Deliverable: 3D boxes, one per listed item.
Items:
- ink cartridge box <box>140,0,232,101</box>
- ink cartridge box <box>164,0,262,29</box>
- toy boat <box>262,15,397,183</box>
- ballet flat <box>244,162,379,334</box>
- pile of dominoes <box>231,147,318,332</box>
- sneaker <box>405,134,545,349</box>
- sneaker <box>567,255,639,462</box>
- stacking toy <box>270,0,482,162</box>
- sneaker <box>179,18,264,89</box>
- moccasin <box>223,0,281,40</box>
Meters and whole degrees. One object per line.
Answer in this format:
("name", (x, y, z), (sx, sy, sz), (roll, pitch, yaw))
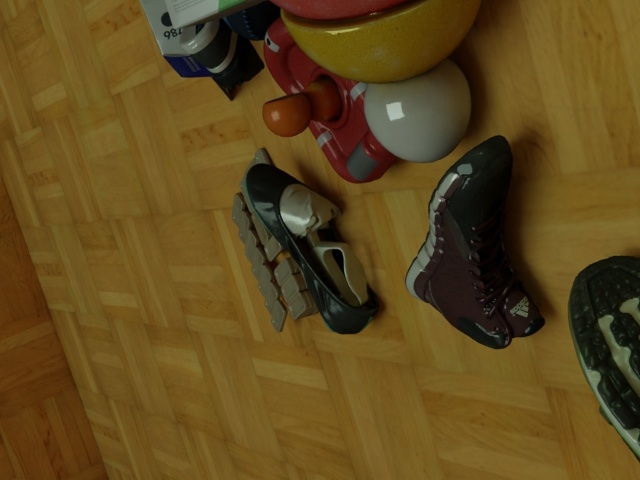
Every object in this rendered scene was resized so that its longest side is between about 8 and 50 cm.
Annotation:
("ink cartridge box", (-0.232, -0.359, 1.398), (0.165, 0.065, 0.333), (50, -164, -88))
("ink cartridge box", (-0.118, -0.364, 1.041), (0.154, 0.093, 0.213), (-11, 103, 38))
("toy boat", (-0.005, -0.171, 1.145), (0.231, 0.151, 0.151), (59, 148, 14))
("ballet flat", (0.000, 0.000, 1.319), (0.096, 0.095, 0.280), (-29, 95, 49))
("pile of dominoes", (-0.066, 0.004, 1.488), (0.251, 0.040, 0.196), (68, 151, 16))
("sneaker", (0.195, 0.020, 1.023), (0.162, 0.106, 0.281), (47, 154, 22))
("sneaker", (0.346, 0.209, 0.870), (0.410, 0.158, 0.182), (62, 167, 19))
("stacking toy", (0.049, -0.272, 0.914), (0.350, 0.350, 0.480), (26, 145, 48))
("sneaker", (-0.129, -0.284, 1.298), (0.079, 0.217, 0.121), (-25, 125, 25))
("moccasin", (-0.066, -0.392, 1.117), (0.116, 0.137, 0.342), (27, 136, 30))
